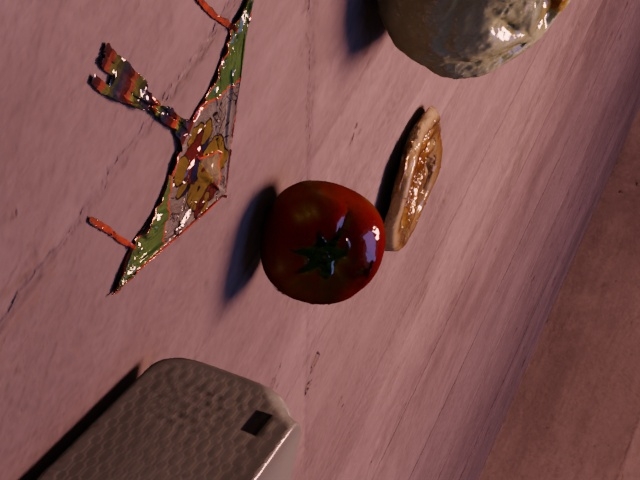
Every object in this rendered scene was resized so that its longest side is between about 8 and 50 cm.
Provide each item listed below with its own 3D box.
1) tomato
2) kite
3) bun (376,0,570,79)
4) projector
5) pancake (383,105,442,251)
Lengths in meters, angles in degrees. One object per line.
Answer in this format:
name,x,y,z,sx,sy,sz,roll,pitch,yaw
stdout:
tomato,0.000,0.000,1.050,0.075,0.087,0.087,-110,-147,-67
kite,-0.075,-0.063,0.829,0.244,0.006,0.198,56,55,-73
bun,0.129,-0.209,1.120,0.195,0.118,0.195,-46,156,-27
projector,-0.113,0.209,0.853,0.250,0.108,0.198,-50,155,-58
pancake,0.084,-0.055,1.407,0.139,0.022,0.140,19,90,-77
